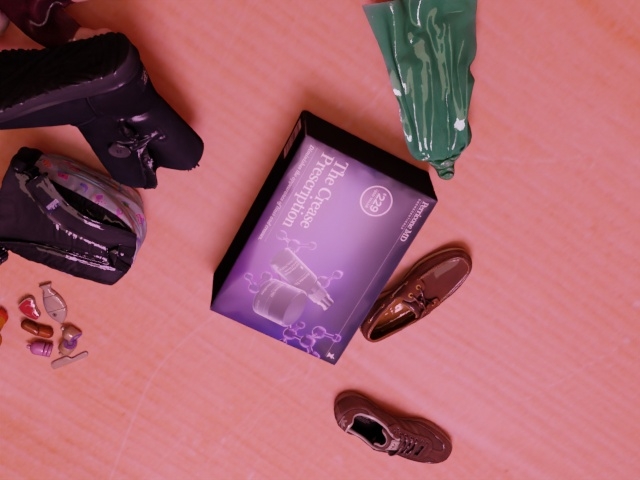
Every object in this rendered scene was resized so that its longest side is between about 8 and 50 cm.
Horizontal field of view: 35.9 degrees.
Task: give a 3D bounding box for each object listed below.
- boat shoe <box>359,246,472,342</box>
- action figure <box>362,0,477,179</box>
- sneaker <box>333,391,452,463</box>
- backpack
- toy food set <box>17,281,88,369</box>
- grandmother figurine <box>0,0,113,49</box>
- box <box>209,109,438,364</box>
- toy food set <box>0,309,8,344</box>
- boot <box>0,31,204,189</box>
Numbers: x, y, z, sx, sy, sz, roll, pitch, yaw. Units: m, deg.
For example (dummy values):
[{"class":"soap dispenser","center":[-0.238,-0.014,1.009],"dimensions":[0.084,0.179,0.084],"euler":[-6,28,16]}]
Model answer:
[{"class":"boat shoe","center":[0.127,0.077,1.296],"dimensions":[0.178,0.060,0.064],"euler":[-36,111,14]},{"class":"action figure","center":[0.133,-0.180,1.177],"dimensions":[0.137,0.063,0.232],"euler":[-10,111,1]},{"class":"sneaker","center":[0.101,0.280,1.383],"dimensions":[0.188,0.071,0.066],"euler":[25,112,-12]},{"class":"backpack","center":[-0.303,-0.028,1.209],"dimensions":[0.182,0.115,0.152],"euler":[24,123,-13]},{"class":"toy food set","center":[-0.367,0.121,1.327],"dimensions":[0.078,0.019,0.122],"euler":[-22,113,9]},{"class":"grandmother figurine","center":[-0.290,-0.300,1.099],"dimensions":[0.342,0.104,0.208],"euler":[-23,86,12]},{"class":"box","center":[0.000,0.000,1.238],"dimensions":[0.184,0.103,0.261],"euler":[24,112,-15]},{"class":"toy food set","center":[-0.537,0.127,1.303],"dimensions":[0.232,0.104,0.111],"euler":[-9,130,22]},{"class":"boot","center":[-0.279,-0.129,1.138],"dimensions":[0.246,0.094,0.207],"euler":[-10,146,13]}]
